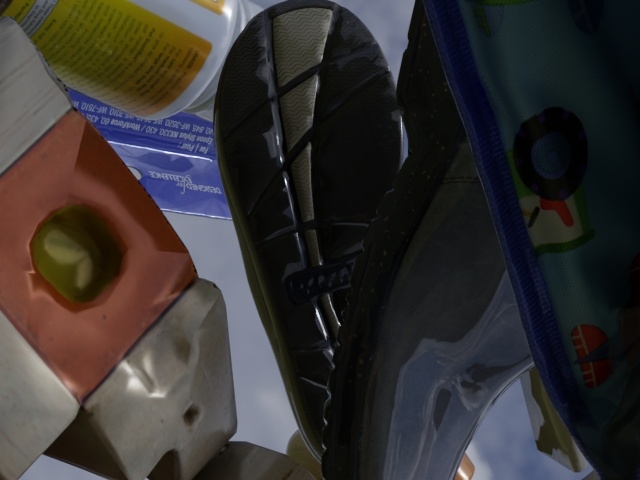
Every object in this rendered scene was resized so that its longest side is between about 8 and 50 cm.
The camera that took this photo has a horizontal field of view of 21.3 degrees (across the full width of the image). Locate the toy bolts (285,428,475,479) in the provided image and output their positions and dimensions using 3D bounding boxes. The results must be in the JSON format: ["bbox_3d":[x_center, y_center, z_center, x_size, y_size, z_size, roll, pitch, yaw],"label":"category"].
[{"bbox_3d":[0.013,0.243,1.544,0.158,0.218,0.228,41,-67,-1],"label":"toy bolts"}]

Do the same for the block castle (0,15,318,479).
[{"bbox_3d":[-0.234,0.020,0.443,0.303,0.213,0.453,-16,-63,49],"label":"block castle"}]

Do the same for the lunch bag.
[{"bbox_3d":[0.125,-0.080,0.515,0.138,0.221,0.293,8,-58,33],"label":"lunch bag"}]

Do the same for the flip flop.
[{"bbox_3d":[0.000,0.000,0.981,0.080,0.112,0.277,179,-103,-71],"label":"flip flop"}]

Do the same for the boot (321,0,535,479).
[{"bbox_3d":[0.131,0.023,0.798,0.222,0.118,0.338,12,-90,10],"label":"boot"}]

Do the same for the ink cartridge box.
[{"bbox_3d":[-0.214,-0.161,1.448,0.072,0.303,0.307,-50,-124,25],"label":"ink cartridge box"}]

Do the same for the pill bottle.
[{"bbox_3d":[-0.134,-0.148,1.047,0.117,0.215,0.117,-25,-126,40],"label":"pill bottle"}]

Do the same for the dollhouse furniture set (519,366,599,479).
[{"bbox_3d":[0.313,0.138,1.171,0.303,0.198,0.286,30,-37,54],"label":"dollhouse furniture set"}]
